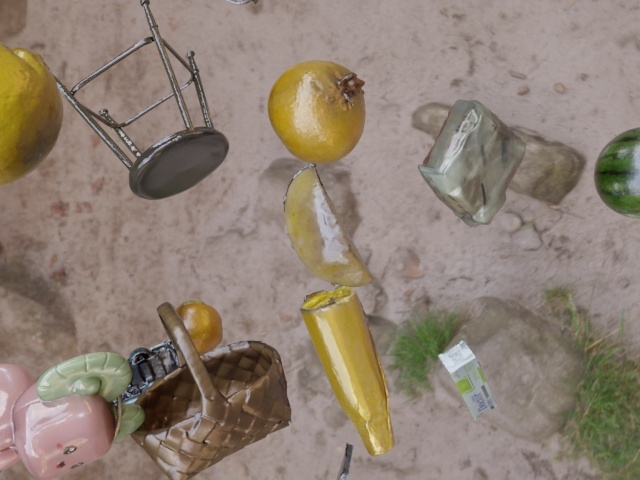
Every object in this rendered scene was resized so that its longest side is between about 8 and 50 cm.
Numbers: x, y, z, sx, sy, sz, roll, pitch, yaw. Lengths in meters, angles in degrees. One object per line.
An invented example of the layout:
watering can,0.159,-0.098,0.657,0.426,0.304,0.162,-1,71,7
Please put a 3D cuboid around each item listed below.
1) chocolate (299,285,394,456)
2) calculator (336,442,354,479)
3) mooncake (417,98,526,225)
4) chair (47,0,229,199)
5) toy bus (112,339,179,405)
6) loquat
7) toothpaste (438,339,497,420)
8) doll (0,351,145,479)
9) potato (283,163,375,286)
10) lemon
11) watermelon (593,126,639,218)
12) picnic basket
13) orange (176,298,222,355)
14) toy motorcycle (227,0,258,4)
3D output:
chocolate,0.088,0.341,1.823,0.162,0.162,0.446,-15,101,31
calculator,0.030,0.637,1.700,0.021,0.161,0.262,17,104,4
mooncake,0.190,-0.099,0.882,0.073,0.125,0.130,21,75,53
chair,-0.483,-0.364,2.023,0.364,0.362,0.410,-33,75,4
toy bus,-0.435,0.359,1.628,0.133,0.271,0.165,54,157,38
loquat,0.002,-0.350,1.867,0.274,0.275,0.275,5,99,30
toothpaste,0.396,0.375,1.859,0.081,0.336,0.067,-33,49,0
doll,-0.455,0.294,1.238,0.284,0.268,0.216,95,153,-47
potato,-0.001,-0.002,1.316,0.120,0.100,0.261,-29,99,6
lemon,-0.678,-0.258,1.440,0.297,0.297,0.297,5,99,30
watermelon,0.651,-0.134,1.386,0.214,0.188,0.188,1,99,64
picnic basket,-0.252,0.272,1.430,0.293,0.337,0.337,-154,65,-66
orange,-0.317,0.225,1.790,0.134,0.156,0.157,19,112,-18
toy motorcycle,-0.096,-0.527,1.154,0.127,0.205,0.275,15,102,-1
